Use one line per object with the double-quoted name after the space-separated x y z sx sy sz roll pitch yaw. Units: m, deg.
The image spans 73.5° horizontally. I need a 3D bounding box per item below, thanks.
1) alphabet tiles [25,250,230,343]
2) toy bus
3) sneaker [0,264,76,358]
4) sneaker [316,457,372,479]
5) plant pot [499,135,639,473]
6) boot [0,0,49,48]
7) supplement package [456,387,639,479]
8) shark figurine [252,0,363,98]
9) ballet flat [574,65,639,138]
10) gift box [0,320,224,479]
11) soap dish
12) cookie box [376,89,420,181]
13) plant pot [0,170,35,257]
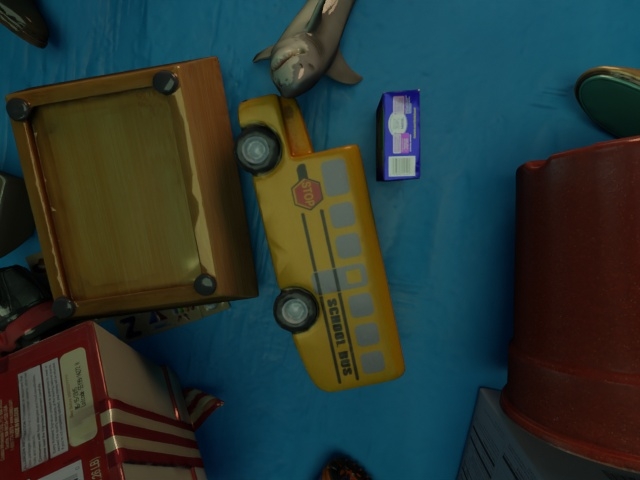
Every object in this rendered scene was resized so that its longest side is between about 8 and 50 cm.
-0.265 0.038 0.573 0.238 0.009 0.198 -19 97 5 "alphabet tiles"
0.000 0.000 0.505 0.131 0.108 0.332 -12 97 4 "toy bus"
-0.450 0.129 0.551 0.276 0.097 0.135 -35 89 10 "sneaker"
0.069 0.393 0.580 0.221 0.083 0.087 45 111 2 "sneaker"
0.316 0.041 0.433 0.273 0.272 0.264 -5 90 3 "plant pot"
-0.360 -0.338 0.488 0.106 0.082 0.219 -34 93 9 "boot"
0.280 0.353 0.495 0.200 0.198 0.262 11 98 1 "supplement package"
0.032 -0.248 0.492 0.116 0.166 0.278 39 80 -28 "shark figurine"
0.400 -0.141 0.496 0.232 0.080 0.073 33 70 -5 "ballet flat"
-0.236 0.262 0.442 0.277 0.258 0.255 -19 59 -8 "gift box"
-0.210 -0.051 0.494 0.229 0.118 0.290 -8 99 3 "soap dish"
0.085 -0.113 0.486 0.040 0.107 0.091 -1 97 4 "cookie box"
-0.410 -0.043 0.523 0.109 0.096 0.108 20 98 1 "plant pot"
